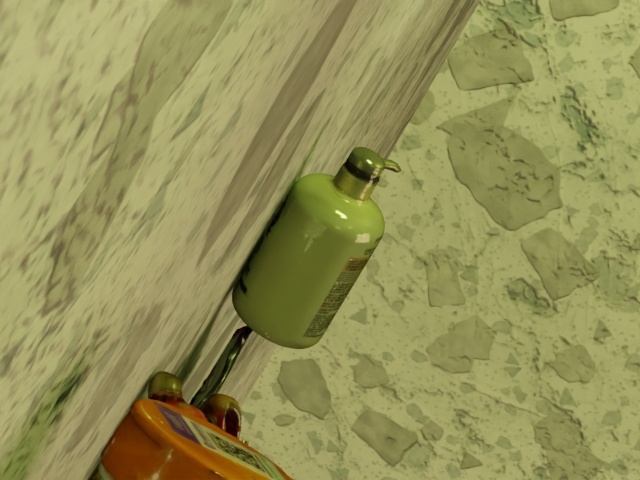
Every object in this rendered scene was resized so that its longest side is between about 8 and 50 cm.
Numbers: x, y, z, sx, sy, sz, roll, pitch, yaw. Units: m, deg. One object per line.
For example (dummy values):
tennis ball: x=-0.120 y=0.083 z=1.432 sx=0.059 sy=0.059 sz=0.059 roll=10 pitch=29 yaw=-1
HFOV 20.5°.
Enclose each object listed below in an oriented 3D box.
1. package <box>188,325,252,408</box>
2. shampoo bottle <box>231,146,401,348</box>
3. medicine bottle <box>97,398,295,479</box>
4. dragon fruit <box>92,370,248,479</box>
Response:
package: x=-0.127 y=0.171 z=1.375 sx=0.232 sy=0.040 sz=0.166 roll=-59 pitch=-176 yaw=-29
shampoo bottle: x=0.000 y=0.000 z=1.341 sx=0.162 sy=0.079 sz=0.079 roll=-60 pitch=177 yaw=23
medicine bottle: x=-0.114 y=0.216 z=0.787 sx=0.288 sy=0.157 sz=0.157 roll=-59 pitch=178 yaw=2
dragon fruit: x=-0.093 y=0.181 z=1.191 sx=0.150 sy=0.133 sz=0.207 roll=-103 pitch=-171 yaw=-62
